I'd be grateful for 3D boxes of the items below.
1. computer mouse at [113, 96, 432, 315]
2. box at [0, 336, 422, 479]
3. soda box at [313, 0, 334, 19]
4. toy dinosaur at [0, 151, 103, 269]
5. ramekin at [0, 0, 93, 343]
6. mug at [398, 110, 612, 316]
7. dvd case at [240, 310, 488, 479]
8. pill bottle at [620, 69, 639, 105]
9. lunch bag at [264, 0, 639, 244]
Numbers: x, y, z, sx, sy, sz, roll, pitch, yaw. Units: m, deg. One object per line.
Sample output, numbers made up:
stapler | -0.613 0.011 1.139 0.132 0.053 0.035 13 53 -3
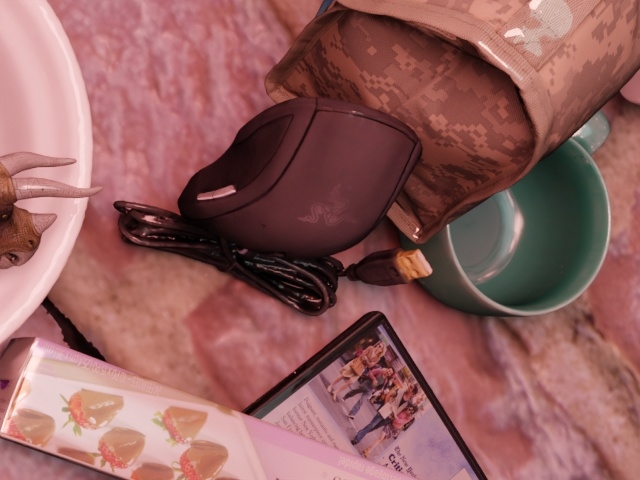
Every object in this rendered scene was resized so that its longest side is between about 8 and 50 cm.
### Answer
computer mouse | 0.000 0.000 0.947 0.184 0.262 0.060 20 67 -27
box | -0.052 0.143 1.002 0.324 0.067 0.063 23 79 -21
soda box | 0.051 -0.171 1.078 0.067 0.071 0.210 32 76 -19
toy dinosaur | -0.234 -0.023 0.723 0.160 0.313 0.121 -45 80 4
ramekin | -0.279 -0.051 0.887 0.277 0.135 0.277 1 88 -26
mug | 0.130 -0.016 1.096 0.157 0.097 0.130 -16 95 -25
dvd case | -0.008 0.191 1.068 0.253 0.022 0.180 -37 102 -21
pill bottle | 0.314 -0.114 1.179 0.180 0.108 0.108 16 82 -23
lunch bag | 0.119 -0.146 0.901 0.169 0.287 0.235 46 72 -3
